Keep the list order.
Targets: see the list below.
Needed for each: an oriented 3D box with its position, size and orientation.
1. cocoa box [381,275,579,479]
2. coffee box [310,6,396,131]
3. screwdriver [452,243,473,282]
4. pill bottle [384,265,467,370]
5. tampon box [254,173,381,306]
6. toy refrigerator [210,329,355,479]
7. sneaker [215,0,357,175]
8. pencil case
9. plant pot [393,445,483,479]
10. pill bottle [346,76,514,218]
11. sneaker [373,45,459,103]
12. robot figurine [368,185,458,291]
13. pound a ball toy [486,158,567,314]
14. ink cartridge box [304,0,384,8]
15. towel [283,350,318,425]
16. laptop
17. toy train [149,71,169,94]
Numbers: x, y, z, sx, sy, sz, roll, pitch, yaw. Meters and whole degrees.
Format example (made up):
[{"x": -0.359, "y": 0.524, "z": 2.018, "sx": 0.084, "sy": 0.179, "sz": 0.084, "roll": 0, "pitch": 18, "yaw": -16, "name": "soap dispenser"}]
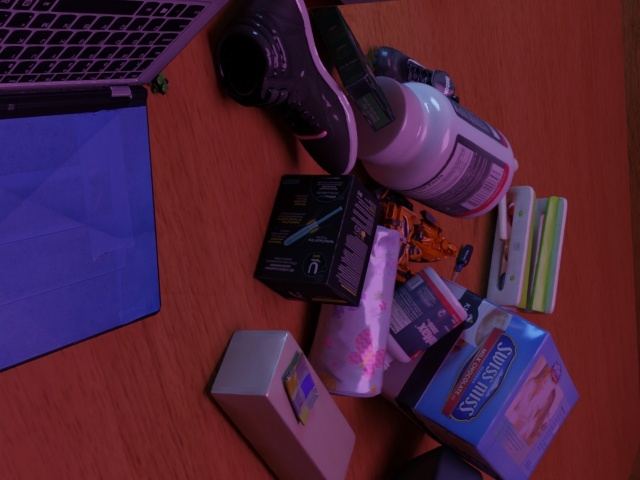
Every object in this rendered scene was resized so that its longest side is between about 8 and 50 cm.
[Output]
[{"x": 0.287, "y": 0.265, "z": 1.564, "sx": 0.231, "sy": 0.228, "sz": 0.347, "roll": -55, "pitch": 145, "yaw": -10, "name": "cocoa box"}, {"x": 0.046, "y": -0.255, "z": 1.273, "sx": 0.113, "sy": 0.040, "sz": 0.184, "roll": 47, "pitch": 18, "yaw": -51, "name": "coffee box"}, {"x": 0.277, "y": 0.074, "z": 1.812, "sx": 0.025, "sy": 0.024, "sz": 0.170, "roll": 44, "pitch": 58, "yaw": -16, "name": "screwdriver"}, {"x": 0.138, "y": 0.136, "z": 1.425, "sx": 0.180, "sy": 0.108, "sz": 0.108, "roll": -38, "pitch": 140, "yaw": 4, "name": "pill bottle"}, {"x": 0.000, "y": 0.000, "z": 1.237, "sx": 0.101, "sy": 0.120, "sz": 0.161, "roll": 39, "pitch": 60, "yaw": -53, "name": "tampon box"}, {"x": -0.047, "y": 0.244, "z": 1.217, "sx": 0.270, "sy": 0.094, "sz": 0.102, "roll": 62, "pitch": 36, "yaw": -42, "name": "toy refrigerator"}, {"x": -0.049, "y": -0.185, "z": 1.161, "sx": 0.147, "sy": 0.104, "sz": 0.296, "roll": -52, "pitch": 129, "yaw": -41, "name": "sneaker"}, {"x": 0.048, "y": 0.102, "z": 1.332, "sx": 0.124, "sy": 0.113, "sz": 0.273, "roll": 7, "pitch": 86, "yaw": -23, "name": "pencil case"}, {"x": 0.204, "y": 0.500, "z": 1.552, "sx": 0.165, "sy": 0.165, "sz": 0.234, "roll": 38, "pitch": 42, "yaw": -17, "name": "plant pot"}, {"x": 0.173, "y": -0.154, "z": 1.440, "sx": 0.318, "sy": 0.176, "sz": 0.177, "roll": 19, "pitch": 77, "yaw": -50, "name": "pill bottle"}, {"x": 0.175, "y": -0.272, "z": 1.511, "sx": 0.234, "sy": 0.106, "sz": 0.078, "roll": 32, "pitch": 66, "yaw": -56, "name": "sneaker"}, {"x": 0.147, "y": 0.022, "z": 1.519, "sx": 0.291, "sy": 0.085, "sz": 0.211, "roll": 31, "pitch": 66, "yaw": -56, "name": "robot figurine"}, {"x": 0.426, "y": -0.008, "z": 1.972, "sx": 0.208, "sy": 0.135, "sz": 0.319, "roll": 13, "pitch": 81, "yaw": -33, "name": "pound a ball toy"}, {"x": 0.051, "y": -0.473, "z": 1.124, "sx": 0.130, "sy": 0.271, "sz": 0.310, "roll": -59, "pitch": 139, "yaw": -38, "name": "ink cartridge box"}, {"x": -0.024, "y": 0.193, "z": 1.150, "sx": 0.060, "sy": 0.009, "sz": 0.083, "roll": -56, "pitch": 136, "yaw": -52, "name": "towel"}, {"x": -0.207, "y": -0.080, "z": 0.787, "sx": 0.236, "sy": 0.408, "sz": 0.382, "roll": 59, "pitch": 32, "yaw": 7, "name": "laptop"}, {"x": -0.195, "y": -0.201, "z": 0.991, "sx": 0.083, "sy": 0.017, "sz": 0.024, "roll": 60, "pitch": 34, "yaw": -43, "name": "toy train"}]
